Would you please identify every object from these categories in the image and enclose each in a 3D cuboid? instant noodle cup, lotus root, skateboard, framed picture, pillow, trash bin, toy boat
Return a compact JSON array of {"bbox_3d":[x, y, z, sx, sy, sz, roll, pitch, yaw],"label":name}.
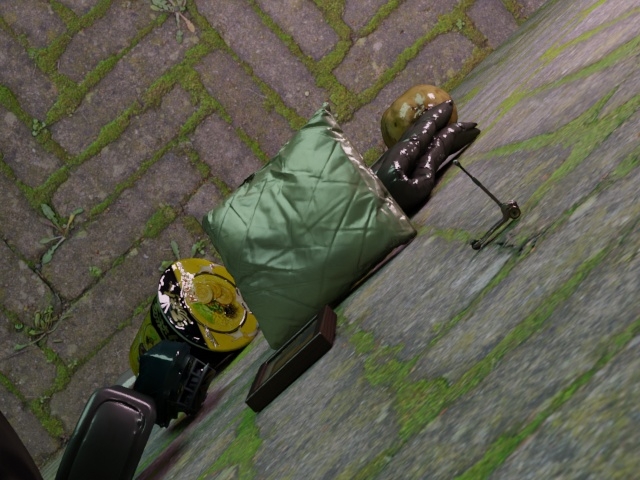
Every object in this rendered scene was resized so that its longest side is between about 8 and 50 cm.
[{"bbox_3d":[-0.259,0.179,2.100,0.236,0.215,0.215,-50,-1,41],"label":"instant noodle cup"},{"bbox_3d":[0.208,-0.250,2.306,0.160,0.146,0.284,-61,7,1],"label":"lotus root"},{"bbox_3d":[0.151,-0.039,1.084,0.064,0.083,0.032,-43,5,11],"label":"skateboard"},{"bbox_3d":[-0.034,0.147,1.377,0.128,0.023,0.168,-42,4,8],"label":"framed picture"},{"bbox_3d":[-0.023,-0.020,1.612,0.281,0.274,0.076,-42,-33,15],"label":"pillow"},{"bbox_3d":[-0.305,0.299,1.568,0.236,0.101,0.176,146,144,-83],"label":"trash bin"},{"bbox_3d":[-0.242,0.231,1.776,0.296,0.122,0.114,119,173,-69],"label":"toy boat"},{"bbox_3d":[0.133,-0.105,1.883,0.228,0.101,0.326,-44,1,36],"label":"pillow"}]

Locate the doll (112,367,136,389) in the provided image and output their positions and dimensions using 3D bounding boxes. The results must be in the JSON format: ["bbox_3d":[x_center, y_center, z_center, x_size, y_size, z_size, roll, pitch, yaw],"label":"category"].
[{"bbox_3d":[-0.376,0.324,2.369,0.200,0.105,0.336,-47,14,-34],"label":"doll"}]

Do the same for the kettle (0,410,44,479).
[{"bbox_3d":[-0.487,0.348,1.496,0.228,0.324,0.321,-31,22,-4],"label":"kettle"}]
